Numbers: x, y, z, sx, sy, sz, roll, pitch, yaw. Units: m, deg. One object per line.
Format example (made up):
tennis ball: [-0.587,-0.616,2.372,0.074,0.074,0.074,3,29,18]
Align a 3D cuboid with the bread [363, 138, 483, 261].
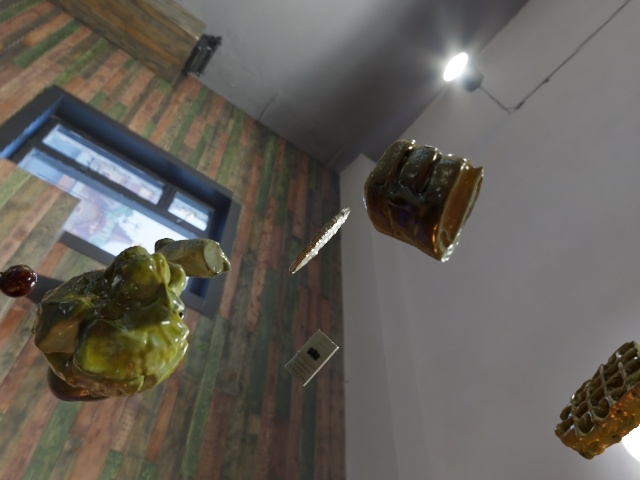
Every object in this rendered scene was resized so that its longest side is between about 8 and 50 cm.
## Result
bread: [0.268,-0.137,1.445,0.341,0.210,0.301,32,-74,30]

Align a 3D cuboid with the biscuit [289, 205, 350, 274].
biscuit: [0.000,0.000,0.857,0.152,0.020,0.152,-47,176,-4]

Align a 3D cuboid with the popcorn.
popcorn: [-0.364,0.141,0.893,0.225,0.276,0.276,129,-19,-58]

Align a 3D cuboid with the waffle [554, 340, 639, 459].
waffle: [0.487,0.280,0.856,0.211,0.055,0.160,-57,167,24]

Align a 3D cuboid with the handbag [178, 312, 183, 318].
handbag: [-0.547,0.204,1.383,0.316,0.253,0.109,41,56,-80]

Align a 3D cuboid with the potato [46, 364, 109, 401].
potato: [-0.471,0.264,1.094,0.178,0.235,0.160,36,-50,36]

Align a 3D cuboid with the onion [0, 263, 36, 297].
onion: [-1.009,0.135,1.666,0.118,0.118,0.117,-24,-140,55]

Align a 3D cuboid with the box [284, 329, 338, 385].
box: [-0.030,0.382,1.630,0.167,0.090,0.024,-46,158,-11]

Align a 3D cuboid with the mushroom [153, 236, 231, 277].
mushroom: [-0.323,0.042,1.204,0.081,0.100,0.312,-45,-154,-29]
